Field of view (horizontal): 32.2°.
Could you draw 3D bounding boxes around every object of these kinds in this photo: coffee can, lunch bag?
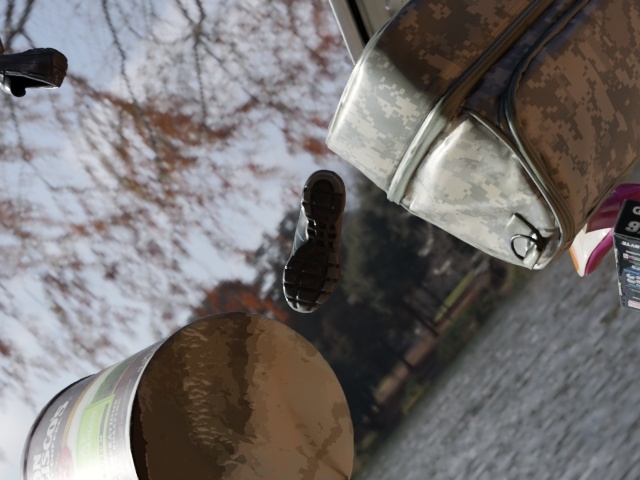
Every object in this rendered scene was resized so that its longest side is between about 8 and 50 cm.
[{"bbox_3d":[-0.126,0.190,0.981,0.201,0.201,0.275,-43,8,-36],"label":"coffee can"},{"bbox_3d":[0.197,-0.142,1.062,0.305,0.256,0.212,-45,-7,-30],"label":"lunch bag"}]

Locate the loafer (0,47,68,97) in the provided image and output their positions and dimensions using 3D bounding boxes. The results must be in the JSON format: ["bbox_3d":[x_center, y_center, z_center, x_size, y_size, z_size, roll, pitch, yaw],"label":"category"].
[{"bbox_3d":[-0.569,-0.304,2.047,0.076,0.223,0.078,38,-128,-62],"label":"loafer"}]

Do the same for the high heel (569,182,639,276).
[{"bbox_3d":[0.454,-0.017,1.732,0.117,0.082,0.244,-16,-30,0],"label":"high heel"}]

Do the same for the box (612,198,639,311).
[{"bbox_3d":[0.438,0.042,1.216,0.051,0.220,0.175,-64,-29,-22],"label":"box"}]

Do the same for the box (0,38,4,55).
[{"bbox_3d":[-0.643,-0.319,1.698,0.142,0.247,0.163,81,-151,-42],"label":"box"}]

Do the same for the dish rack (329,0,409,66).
[{"bbox_3d":[0.165,-0.326,1.197,0.333,0.285,0.072,-14,39,13],"label":"dish rack"}]

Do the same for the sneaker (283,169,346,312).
[{"bbox_3d":[0.000,0.000,2.011,0.106,0.101,0.267,-64,-12,-78],"label":"sneaker"}]
